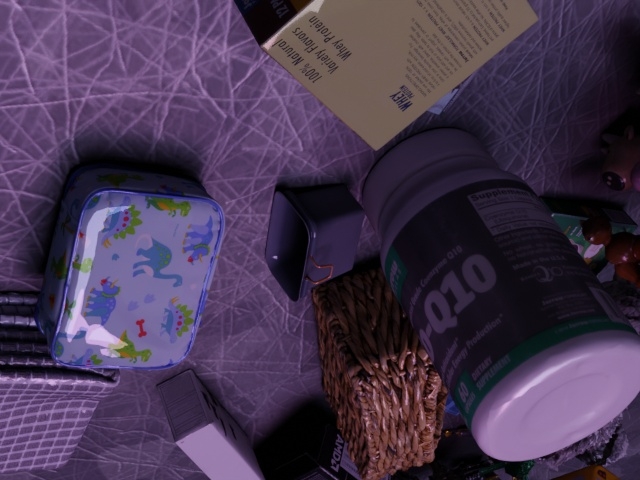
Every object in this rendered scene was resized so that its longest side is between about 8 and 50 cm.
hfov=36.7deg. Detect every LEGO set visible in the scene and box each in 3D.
[{"bbox_3d":[0.234,0.455,1.766,0.331,0.192,0.254,-24,111,-8],"label":"LEGO set"}]

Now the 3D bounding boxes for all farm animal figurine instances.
[{"bbox_3d":[0.456,-0.119,1.229,0.327,0.172,0.330,-22,142,-28],"label":"farm animal figurine"}]

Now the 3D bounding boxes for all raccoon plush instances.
[{"bbox_3d":[0.459,0.197,1.537,0.299,0.216,0.446,-41,150,21],"label":"raccoon plush"}]

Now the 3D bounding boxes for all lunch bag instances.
[{"bbox_3d":[-0.203,0.033,1.046,0.176,0.090,0.218,5,112,-31],"label":"lunch bag"}]

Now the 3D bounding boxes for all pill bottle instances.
[{"bbox_3d":[0.193,0.049,1.102,0.204,0.361,0.204,-15,139,-14],"label":"pill bottle"}]

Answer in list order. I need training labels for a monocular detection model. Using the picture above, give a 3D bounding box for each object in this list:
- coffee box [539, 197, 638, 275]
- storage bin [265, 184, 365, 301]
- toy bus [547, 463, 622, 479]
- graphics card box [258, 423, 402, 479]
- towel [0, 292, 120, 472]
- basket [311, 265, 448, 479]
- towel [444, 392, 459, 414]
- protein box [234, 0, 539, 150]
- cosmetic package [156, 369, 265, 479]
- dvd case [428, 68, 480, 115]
[{"bbox_3d":[0.359,-0.002,1.391,0.184,0.040,0.113,5,132,-33],"label":"coffee box"},{"bbox_3d":[0.000,0.000,1.163,0.091,0.098,0.135,-19,141,-26],"label":"storage bin"},{"bbox_3d":[0.345,0.484,1.581,0.108,0.130,0.333,35,134,-22],"label":"toy bus"},{"bbox_3d":[0.058,0.465,1.539,0.371,0.094,0.233,40,127,-20],"label":"graphics card box"},{"bbox_3d":[-0.388,0.181,1.120,0.284,0.121,0.235,4,133,-32],"label":"towel"},{"bbox_3d":[0.129,0.183,1.333,0.223,0.213,0.299,-17,140,-10],"label":"basket"},{"bbox_3d":[0.216,0.258,1.609,0.067,0.029,0.119,-43,138,18],"label":"towel"},{"bbox_3d":[0.053,-0.231,0.896,0.201,0.136,0.200,-39,140,14],"label":"protein box"},{"bbox_3d":[-0.150,0.287,1.385,0.060,0.098,0.239,-26,142,0],"label":"cosmetic package"},{"bbox_3d":[0.118,-0.189,1.075,0.119,0.013,0.087,13,127,-39],"label":"dvd case"}]
